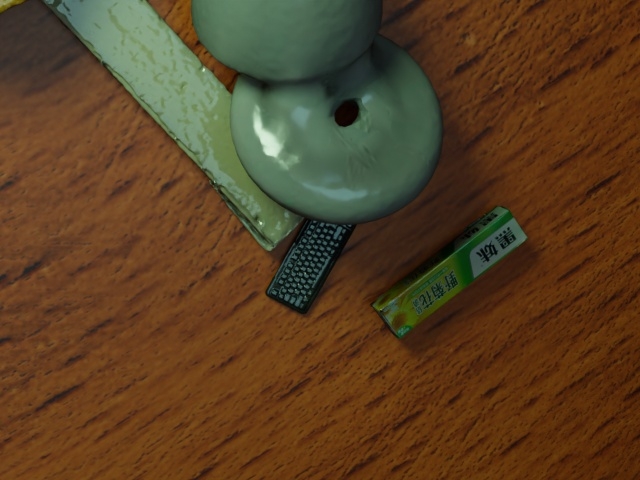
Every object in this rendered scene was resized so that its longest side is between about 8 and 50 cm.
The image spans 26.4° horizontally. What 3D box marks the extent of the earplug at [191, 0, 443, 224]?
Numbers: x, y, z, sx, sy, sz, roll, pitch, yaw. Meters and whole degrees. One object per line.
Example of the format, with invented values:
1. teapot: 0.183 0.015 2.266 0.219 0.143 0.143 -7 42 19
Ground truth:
1. earplug: -0.002 -0.172 1.299 0.214 0.175 0.325 -32 107 -22

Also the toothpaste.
1. toothpaste: 0.136 0.033 1.452 0.178 0.037 0.043 -37 107 -6

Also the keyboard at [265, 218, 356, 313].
1. keyboard: 0.000 0.000 1.421 0.053 0.010 0.155 28 92 -17

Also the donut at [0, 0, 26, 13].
1. donut: -0.333 -0.314 1.198 0.253 0.118 0.253 0 93 -6

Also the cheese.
1. cheese: -0.150 -0.158 1.336 0.085 0.034 0.400 -43 109 -4
